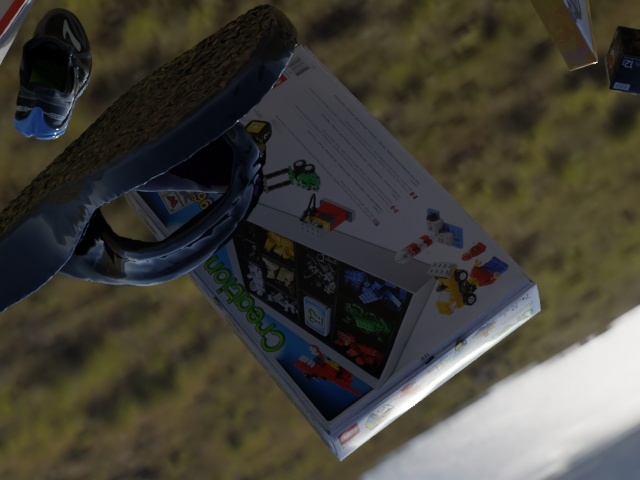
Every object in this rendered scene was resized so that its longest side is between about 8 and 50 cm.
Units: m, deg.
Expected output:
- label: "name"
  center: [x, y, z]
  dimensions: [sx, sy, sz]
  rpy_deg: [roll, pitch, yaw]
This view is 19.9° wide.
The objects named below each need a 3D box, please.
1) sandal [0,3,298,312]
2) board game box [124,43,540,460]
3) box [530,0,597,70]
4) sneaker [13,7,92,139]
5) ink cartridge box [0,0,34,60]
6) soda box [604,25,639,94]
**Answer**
- label: "sandal"
  center: [-0.125, -0.030, 1.255]
  dimensions: [0.446, 0.107, 0.167]
  rpy_deg: [-32, -160, 51]
- label: "board game box"
  center: [0.000, 0.000, 1.416]
  dimensions: [0.193, 0.305, 0.053]
  rpy_deg: [-35, 149, -10]
- label: "box"
  center: [0.181, -0.208, 1.445]
  dimensions: [0.028, 0.081, 0.136]
  rpy_deg: [-19, 137, 21]
- label: "sneaker"
  center: [-0.260, -0.175, 1.797]
  dimensions: [0.067, 0.188, 0.078]
  rpy_deg: [12, 127, -6]
- label: "ink cartridge box"
  center: [-0.338, -0.183, 1.766]
  dimensions: [0.224, 0.056, 0.181]
  rpy_deg: [-49, -168, 53]
- label: "soda box"
  center: [0.413, -0.195, 2.079]
  dimensions: [0.169, 0.060, 0.053]
  rpy_deg: [9, 132, -7]
